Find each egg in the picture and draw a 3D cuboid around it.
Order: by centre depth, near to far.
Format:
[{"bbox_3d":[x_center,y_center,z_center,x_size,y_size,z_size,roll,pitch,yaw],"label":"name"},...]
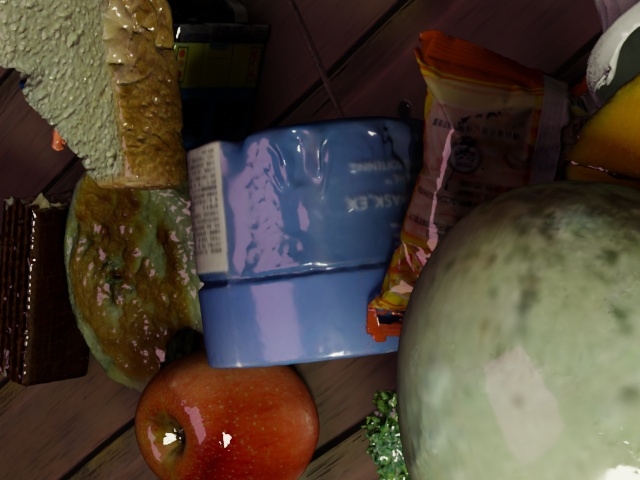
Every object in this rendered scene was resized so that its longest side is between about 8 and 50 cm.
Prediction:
[{"bbox_3d":[0.235,0.147,1.310,0.345,0.345,0.428,-18,109,48],"label":"egg"}]

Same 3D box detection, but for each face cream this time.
[{"bbox_3d":[0.000,0.000,1.647,0.249,0.249,0.225,-8,90,48],"label":"face cream"}]

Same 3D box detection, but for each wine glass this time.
[{"bbox_3d":[0.255,-0.214,1.407,0.165,0.165,0.196,-53,53,38],"label":"wine glass"}]

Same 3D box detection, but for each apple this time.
[{"bbox_3d":[-0.099,0.199,1.849,0.181,0.168,0.181,6,99,42],"label":"apple"}]

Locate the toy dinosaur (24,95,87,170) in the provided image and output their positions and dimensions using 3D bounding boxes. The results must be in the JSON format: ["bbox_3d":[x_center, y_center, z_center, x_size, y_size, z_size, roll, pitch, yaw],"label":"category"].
[{"bbox_3d":[-0.272,-0.137,2.077,0.280,0.055,0.101,25,113,28],"label":"toy dinosaur"}]

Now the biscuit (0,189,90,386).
[{"bbox_3d":[-0.341,0.055,2.142,0.070,0.106,0.252,20,111,44],"label":"biscuit"}]

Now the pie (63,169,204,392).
[{"bbox_3d":[-0.199,0.038,1.996,0.302,0.067,0.302,11,107,42],"label":"pie"}]

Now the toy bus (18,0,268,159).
[{"bbox_3d":[-0.204,-0.208,1.930,0.288,0.138,0.175,27,114,43],"label":"toy bus"}]

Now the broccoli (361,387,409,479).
[{"bbox_3d":[0.117,0.170,1.611,0.194,0.194,0.219,33,81,40],"label":"broccoli"}]

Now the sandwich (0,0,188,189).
[{"bbox_3d":[-0.254,-0.184,1.812,0.254,0.100,0.288,-9,88,41],"label":"sandwich"}]

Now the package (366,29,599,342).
[{"bbox_3d":[0.165,-0.037,1.498,0.108,0.223,0.288,-108,24,-81],"label":"package"}]

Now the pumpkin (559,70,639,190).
[{"bbox_3d":[0.362,-0.064,1.347,0.312,0.169,0.148,15,78,27],"label":"pumpkin"}]
